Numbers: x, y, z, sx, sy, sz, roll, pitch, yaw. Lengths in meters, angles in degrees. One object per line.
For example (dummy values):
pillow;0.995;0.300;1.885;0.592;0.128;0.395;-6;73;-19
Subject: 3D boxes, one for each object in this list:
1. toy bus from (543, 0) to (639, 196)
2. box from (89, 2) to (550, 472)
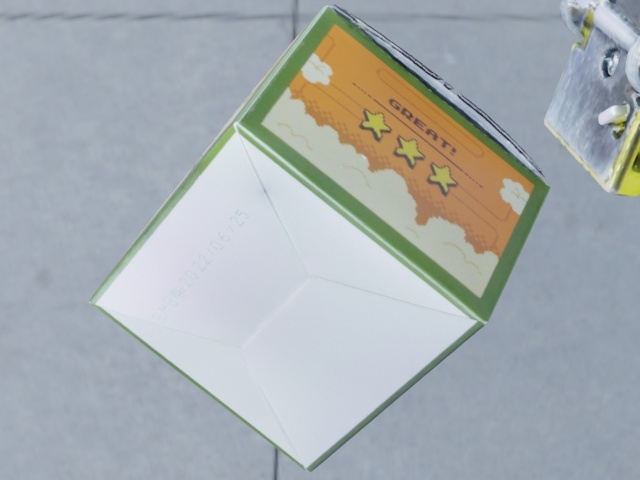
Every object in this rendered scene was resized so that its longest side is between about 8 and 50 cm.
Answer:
toy bus;0.156;-0.127;0.587;0.074;0.226;0.081;10;23;-23
box;0.000;0.000;0.935;0.177;0.195;0.148;39;44;-5
